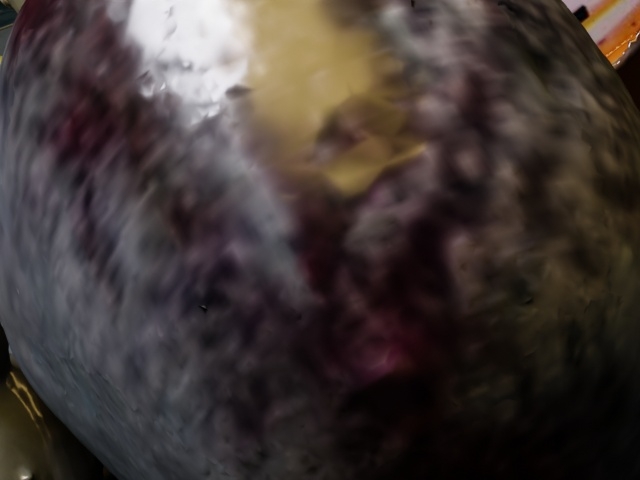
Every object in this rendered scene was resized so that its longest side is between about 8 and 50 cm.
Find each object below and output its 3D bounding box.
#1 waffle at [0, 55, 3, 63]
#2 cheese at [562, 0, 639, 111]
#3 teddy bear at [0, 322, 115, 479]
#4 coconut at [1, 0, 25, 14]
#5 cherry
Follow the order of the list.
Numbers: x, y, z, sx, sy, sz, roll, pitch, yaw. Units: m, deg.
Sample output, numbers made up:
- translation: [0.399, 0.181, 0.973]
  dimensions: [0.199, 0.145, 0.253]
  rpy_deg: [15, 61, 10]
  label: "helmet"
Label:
- translation: [-0.027, -0.050, 0.634]
  dimensions: [0.237, 0.243, 0.059]
  rpy_deg: [-22, 43, 17]
  label: "waffle"
- translation: [0.089, -0.085, 0.778]
  dimensions: [0.329, 0.129, 0.217]
  rpy_deg: [-34, 17, 2]
  label: "cheese"
- translation: [-0.170, 0.091, 0.494]
  dimensions: [0.251, 0.171, 0.144]
  rpy_deg: [-24, 35, -28]
  label: "teddy bear"
- translation: [-0.059, -0.262, 1.024]
  dimensions: [0.404, 0.405, 0.404]
  rpy_deg: [-14, 23, 6]
  label: "coconut"
- translation: [0.000, 0.000, 0.478]
  dimensions: [0.218, 0.255, 0.296]
  rpy_deg: [-19, 43, -20]
  label: "cherry"
